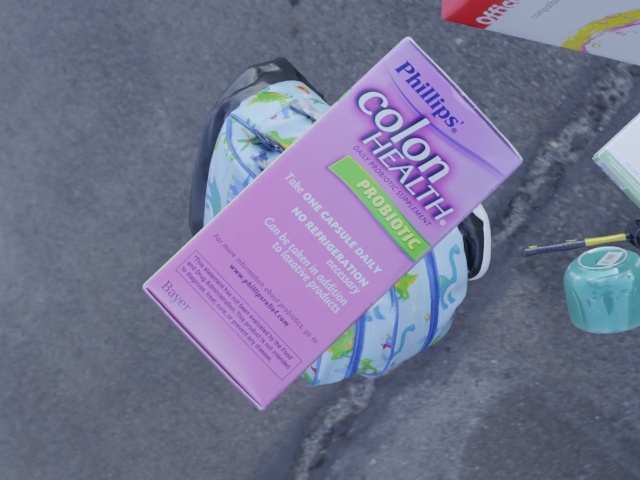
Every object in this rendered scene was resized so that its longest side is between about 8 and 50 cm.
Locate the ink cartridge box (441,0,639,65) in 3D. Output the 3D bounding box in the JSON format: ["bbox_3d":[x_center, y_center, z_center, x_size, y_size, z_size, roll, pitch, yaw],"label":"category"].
[{"bbox_3d":[0.146,-0.145,0.444,0.231,0.134,0.078,10,82,-10],"label":"ink cartridge box"}]

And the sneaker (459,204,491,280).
[{"bbox_3d":[0.130,-0.052,1.141,0.079,0.121,0.217,-17,83,48],"label":"sneaker"}]

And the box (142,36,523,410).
[{"bbox_3d":[0.004,-0.010,0.718,0.243,0.213,0.117,-44,92,-3],"label":"box"}]

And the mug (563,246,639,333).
[{"bbox_3d":[0.438,0.063,1.456,0.129,0.158,0.097,-16,111,2],"label":"mug"}]

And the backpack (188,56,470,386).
[{"bbox_3d":[0.000,0.000,1.065,0.355,0.273,0.290,32,129,24],"label":"backpack"}]

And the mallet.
[{"bbox_3d":[0.390,0.000,1.370,0.189,0.062,0.039,-8,100,14],"label":"mallet"}]

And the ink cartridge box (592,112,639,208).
[{"bbox_3d":[0.568,-0.148,1.464,0.235,0.056,0.171,-43,85,3],"label":"ink cartridge box"}]
